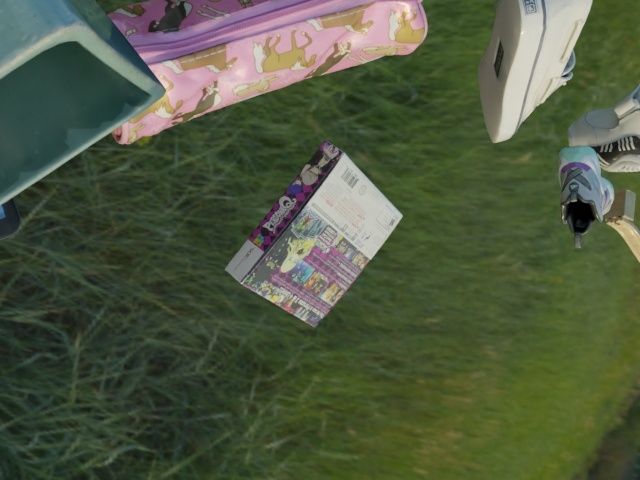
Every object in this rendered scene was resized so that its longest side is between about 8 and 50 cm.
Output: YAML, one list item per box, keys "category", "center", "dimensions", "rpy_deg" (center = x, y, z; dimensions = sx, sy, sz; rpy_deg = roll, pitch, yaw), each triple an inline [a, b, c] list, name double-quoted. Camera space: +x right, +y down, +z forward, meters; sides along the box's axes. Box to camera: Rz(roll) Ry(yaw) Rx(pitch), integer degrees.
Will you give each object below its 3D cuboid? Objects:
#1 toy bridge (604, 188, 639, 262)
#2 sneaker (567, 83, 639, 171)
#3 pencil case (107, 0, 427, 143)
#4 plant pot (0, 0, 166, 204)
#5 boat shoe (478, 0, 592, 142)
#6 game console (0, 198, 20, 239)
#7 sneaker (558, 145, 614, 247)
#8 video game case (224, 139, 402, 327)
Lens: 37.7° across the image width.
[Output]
- category: "toy bridge"
  center: [0.356, 0.010, 0.954]
  dimensions: [0.188, 0.026, 0.063]
  rpy_deg: [23, 68, -32]
- category: "sneaker"
  center: [0.452, -0.203, 1.169]
  dimensions: [0.137, 0.365, 0.210]
  rpy_deg: [-25, 107, -30]
- category: "pencil case"
  center: [-0.079, -0.229, 1.040]
  dimensions: [0.386, 0.160, 0.167]
  rpy_deg: [-20, 142, -14]
- category: "plant pot"
  center: [-0.284, -0.146, 0.581]
  dimensions: [0.252, 0.247, 0.248]
  rpy_deg: [58, 1, 0]
- category: "boat shoe"
  center: [0.219, -0.178, 0.965]
  dimensions: [0.258, 0.084, 0.095]
  rpy_deg: [87, -7, -74]
- category: "game console"
  center: [-0.561, -0.088, 1.242]
  dimensions: [0.250, 0.173, 0.293]
  rpy_deg: [-82, 157, -70]
- category: "sneaker"
  center: [0.206, -0.023, 0.736]
  dimensions: [0.098, 0.038, 0.069]
  rpy_deg: [40, 51, -50]
- category: "video game case"
  center: [0.000, 0.000, 1.262]
  dimensions: [0.210, 0.042, 0.232]
  rpy_deg: [-53, 149, 0]
